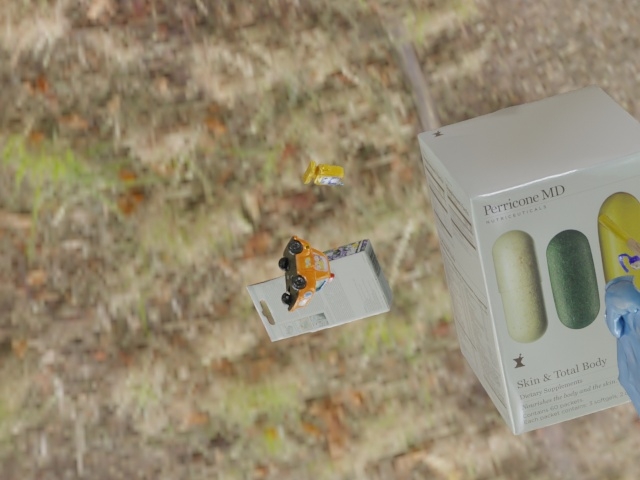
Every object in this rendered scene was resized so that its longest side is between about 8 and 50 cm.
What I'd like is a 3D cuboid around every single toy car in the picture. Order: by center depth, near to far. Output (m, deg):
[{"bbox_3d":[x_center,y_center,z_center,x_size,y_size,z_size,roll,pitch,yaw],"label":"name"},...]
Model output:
[{"bbox_3d":[0.000,0.000,1.432,0.040,0.060,0.122,4,133,-18],"label":"toy car"}]

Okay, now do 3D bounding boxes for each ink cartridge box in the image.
[{"bbox_3d":[0.000,0.044,1.616,0.115,0.029,0.063,-16,113,18],"label":"ink cartridge box"}]

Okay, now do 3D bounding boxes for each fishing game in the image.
[{"bbox_3d":[0.255,0.109,1.299,0.041,0.189,0.264,-21,114,-9],"label":"fishing game"}]

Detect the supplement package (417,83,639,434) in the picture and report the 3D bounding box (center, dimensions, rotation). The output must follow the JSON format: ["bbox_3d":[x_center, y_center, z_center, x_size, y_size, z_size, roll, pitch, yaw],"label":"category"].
[{"bbox_3d":[0.236,0.015,1.840,0.199,0.198,0.263,-16,114,-6],"label":"supplement package"}]
